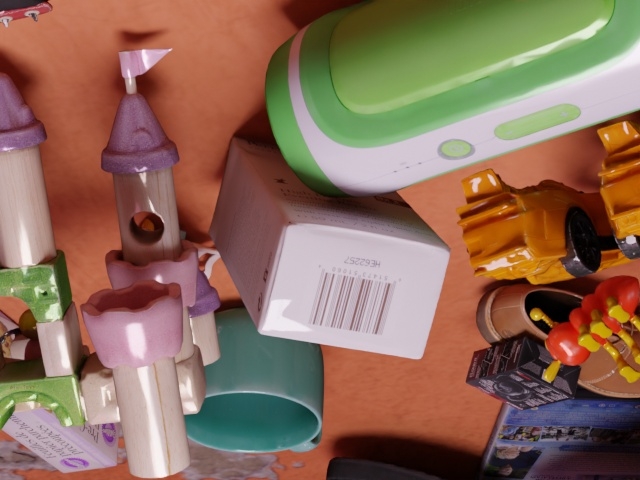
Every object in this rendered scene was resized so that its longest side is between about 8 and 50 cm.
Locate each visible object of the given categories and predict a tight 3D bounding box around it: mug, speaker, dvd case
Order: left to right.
[{"bbox_3d":[-0.061,0.123,1.524,0.129,0.097,0.158,1,150,-1],"label":"mug"},{"bbox_3d":[0.115,-0.119,1.078,0.296,0.131,0.131,-18,145,29],"label":"speaker"},{"bbox_3d":[0.259,0.203,1.725,0.180,0.022,0.253,2,149,-4],"label":"dvd case"}]

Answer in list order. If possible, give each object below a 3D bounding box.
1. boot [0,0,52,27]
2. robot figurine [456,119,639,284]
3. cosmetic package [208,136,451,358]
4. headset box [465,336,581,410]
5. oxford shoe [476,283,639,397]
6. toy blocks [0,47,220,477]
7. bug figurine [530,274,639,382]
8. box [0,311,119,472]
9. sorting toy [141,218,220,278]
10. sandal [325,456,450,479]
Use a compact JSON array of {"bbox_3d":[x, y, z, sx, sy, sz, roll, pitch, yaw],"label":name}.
[{"bbox_3d":[-0.244,-0.133,1.112,0.176,0.088,0.244,3,146,-6],"label":"boot"},{"bbox_3d":[0.224,-0.029,1.182,0.211,0.085,0.291,-19,174,31],"label":"robot figurine"},{"bbox_3d":[0.000,0.000,1.199,0.117,0.231,0.085,10,106,-16],"label":"cosmetic package"},{"bbox_3d":[0.167,0.113,1.447,0.062,0.032,0.083,28,156,-21],"label":"headset box"},{"bbox_3d":[0.240,0.085,1.459,0.212,0.076,0.076,15,163,-21],"label":"oxford shoe"},{"bbox_3d":[-0.222,0.004,1.227,0.288,0.309,0.260,-7,105,7],"label":"toy blocks"},{"bbox_3d":[0.303,0.074,1.399,0.216,0.072,0.279,-41,135,10],"label":"bug figurine"},{"bbox_3d":[-0.286,0.120,1.560,0.063,0.067,0.324,-11,147,21],"label":"box"},{"bbox_3d":[-0.116,0.017,1.405,0.075,0.045,0.083,8,149,-26],"label":"sorting toy"},{"bbox_3d":[0.168,0.332,1.823,0.167,0.107,0.445,0,157,43],"label":"sandal"}]
